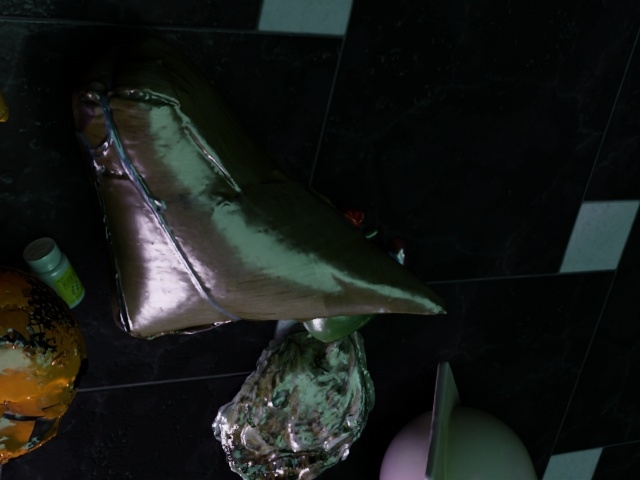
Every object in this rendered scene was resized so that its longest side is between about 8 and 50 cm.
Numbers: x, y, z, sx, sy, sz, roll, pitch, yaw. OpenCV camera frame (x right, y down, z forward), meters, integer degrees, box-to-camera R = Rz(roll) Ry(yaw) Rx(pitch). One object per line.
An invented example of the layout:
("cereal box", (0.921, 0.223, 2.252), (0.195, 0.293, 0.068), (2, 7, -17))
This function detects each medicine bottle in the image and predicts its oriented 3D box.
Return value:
("medicine bottle", (-0.310, 0.040, 1.493), (0.047, 0.047, 0.083), (-31, 131, -13))
("medicine bottle", (0.214, 0.394, 1.929), (0.236, 0.236, 0.406), (-31, 130, -13))

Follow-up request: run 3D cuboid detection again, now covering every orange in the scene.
("orange", (-0.377, 0.139, 1.424), (0.234, 0.182, 0.234), (-20, 138, -19))

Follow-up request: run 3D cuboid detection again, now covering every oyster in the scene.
("oyster", (-0.024, 0.221, 1.766), (0.268, 0.112, 0.198), (-37, 111, 3))

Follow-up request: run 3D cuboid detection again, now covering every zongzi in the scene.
("zongzi", (-0.069, -0.057, 1.411), (0.393, 0.174, 0.356), (0, 126, 14))

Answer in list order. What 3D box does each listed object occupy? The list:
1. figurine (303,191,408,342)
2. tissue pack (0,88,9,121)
("figurine", (0.011, 0.000, 1.638), (0.185, 0.127, 0.234), (-40, 119, -22))
("tissue pack", (-0.411, -0.226, 1.164), (0.145, 0.194, 0.274), (-27, 130, -16))
